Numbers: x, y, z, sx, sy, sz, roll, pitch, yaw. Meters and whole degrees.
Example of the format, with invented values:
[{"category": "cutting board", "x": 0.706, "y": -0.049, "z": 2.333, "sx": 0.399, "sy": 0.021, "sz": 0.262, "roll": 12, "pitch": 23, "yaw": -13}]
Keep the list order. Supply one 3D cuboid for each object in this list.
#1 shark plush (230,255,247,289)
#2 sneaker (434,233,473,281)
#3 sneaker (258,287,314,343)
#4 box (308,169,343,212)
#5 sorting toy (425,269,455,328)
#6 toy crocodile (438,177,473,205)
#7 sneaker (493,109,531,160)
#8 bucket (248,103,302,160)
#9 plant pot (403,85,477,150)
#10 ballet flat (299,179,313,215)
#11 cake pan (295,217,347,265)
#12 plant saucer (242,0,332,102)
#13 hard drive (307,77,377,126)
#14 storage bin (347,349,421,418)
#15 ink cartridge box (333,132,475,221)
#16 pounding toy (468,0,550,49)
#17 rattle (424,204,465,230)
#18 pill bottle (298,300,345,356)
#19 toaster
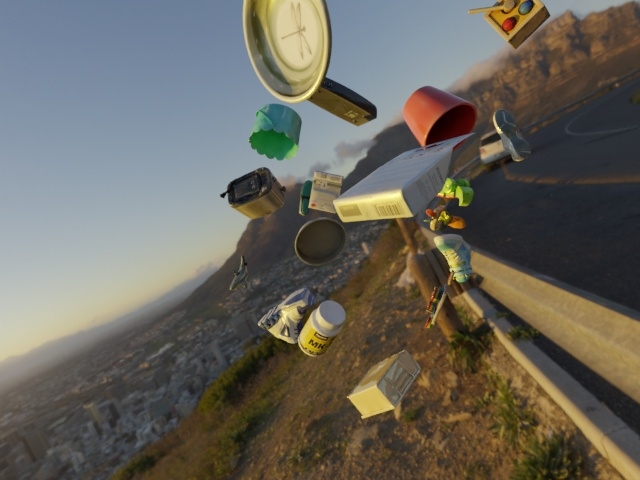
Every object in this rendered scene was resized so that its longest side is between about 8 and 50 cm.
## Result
[{"category": "shark plush", "x": -0.359, "y": 0.151, "z": 1.824, "sx": 0.067, "sy": 0.161, "sz": 0.073, "roll": 5, "pitch": 29, "yaw": -31}, {"category": "sneaker", "x": 0.684, "y": 0.095, "z": 2.062, "sx": 0.127, "sy": 0.208, "sz": 0.318, "roll": -18, "pitch": -28, "yaw": 40}, {"category": "sneaker", "x": -0.118, "y": 0.358, "z": 1.852, "sx": 0.315, "sy": 0.182, "sz": 0.127, "roll": -36, "pitch": 12, "yaw": 29}, {"category": "box", "x": 0.028, "y": -0.241, "z": 2.017, "sx": 0.145, "sy": 0.186, "sz": 0.038, "roll": 12, "pitch": 16, "yaw": 6}, {"category": "sorting toy", "x": 0.448, "y": 0.229, "z": 1.570, "sx": 0.046, "sy": 0.275, "sz": 0.132, "roll": 21, "pitch": 17, "yaw": 14}, {"category": "toy crocodile", "x": 0.555, "y": -0.240, "z": 1.849, "sx": 0.115, "sy": 0.105, "sz": 0.340, "roll": -2, "pitch": 18, "yaw": -30}, {"category": "sneaker", "x": 0.509, "y": -0.281, "z": 1.107, "sx": 0.053, "sy": 0.152, "sz": 0.061, "roll": -25, "pitch": -7, "yaw": -1}, {"category": "bucket", "x": -0.232, "y": -0.573, "z": 2.153, "sx": 0.280, "sy": 0.183, "sz": 0.281, "roll": 9, "pitch": -21, "yaw": 3}, {"category": "plant pot", "x": 0.521, "y": -0.559, "z": 1.855, "sx": 0.274, "sy": 0.243, "sz": 0.275, "roll": -20, "pitch": -37, "yaw": -16}, {"category": "ballet flat", "x": -0.093, "y": -0.256, "z": 2.445, "sx": 0.072, "sy": 0.213, "sz": 0.068, "roll": 9, "pitch": -3, "yaw": -19}, {"category": "cake pan", "x": 0.000, "y": 0.000, "z": 2.212, "sx": 0.293, "sy": 0.293, "sz": 0.054, "roll": -26, "pitch": 34, "yaw": -1}, {"category": "plant saucer", "x": -0.085, "y": -0.636, "z": 1.249, "sx": 0.100, "sy": 0.401, "sz": 0.400, "roll": -28, "pitch": 3, "yaw": -36}, {"category": "hard drive", "x": 0.067, "y": -0.494, "z": 1.448, "sx": 0.054, "sy": 0.254, "sz": 0.172, "roll": -70, "pitch": 20, "yaw": -4}, {"category": "storage bin", "x": 0.290, "y": 0.648, "z": 1.856, "sx": 0.260, "sy": 0.123, "sz": 0.262, "roll": -36, "pitch": -9, "yaw": -40}, {"category": "ink cartridge box", "x": 0.270, "y": -0.193, "z": 1.272, "sx": 0.385, "sy": 0.091, "sz": 0.308, "roll": -36, "pitch": 18, "yaw": -29}, {"category": "pounding toy", "x": 0.503, "y": -0.609, "z": 1.093, "sx": 0.100, "sy": 0.141, "sz": 0.130, "roll": -2, "pitch": -34, "yaw": -49}, {"category": "rattle", "x": 0.573, "y": -0.090, "z": 1.881, "sx": 0.130, "sy": 0.143, "sz": 0.199, "roll": -50, "pitch": -23, "yaw": 9}, {"category": "pill bottle", "x": 0.006, "y": 0.311, "z": 1.446, "sx": 0.119, "sy": 0.119, "sz": 0.209, "roll": -28, "pitch": -26, "yaw": -42}, {"category": "toaster", "x": -0.243, "y": -0.167, "z": 1.527, "sx": 0.226, "sy": 0.129, "sz": 0.146, "roll": -22, "pitch": -30, "yaw": 16}]
